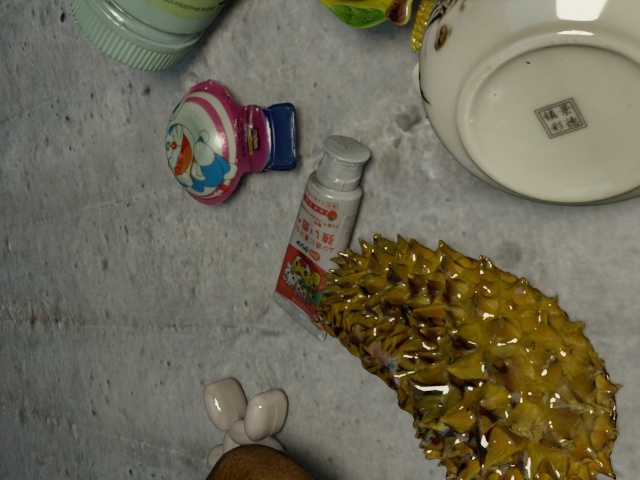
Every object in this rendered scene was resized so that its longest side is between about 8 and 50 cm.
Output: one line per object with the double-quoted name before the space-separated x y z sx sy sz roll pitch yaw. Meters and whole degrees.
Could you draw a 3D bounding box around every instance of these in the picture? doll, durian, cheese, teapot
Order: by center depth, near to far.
"teapot" 0.191 -0.124 0.469 0.300 0.165 0.208 -19 115 28
"durian" 0.112 0.105 0.618 0.341 0.112 0.191 46 129 31
"cheese" -0.117 -0.118 0.835 0.244 0.062 0.155 4 99 44
"doll" -0.100 0.262 0.898 0.161 0.059 0.159 -1 96 44

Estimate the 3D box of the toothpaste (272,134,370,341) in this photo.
"toothpaste" 0.000 0.000 0.756 0.089 0.057 0.234 38 131 30

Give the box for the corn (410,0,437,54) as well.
"corn" 0.135 -0.231 0.557 0.072 0.072 0.203 47 128 28

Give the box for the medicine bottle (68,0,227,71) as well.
"medicine bottle" -0.139 -0.340 0.743 0.318 0.158 0.158 -39 71 43

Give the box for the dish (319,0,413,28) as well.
"dish" 0.054 -0.275 0.621 0.149 0.080 0.207 -30 76 40

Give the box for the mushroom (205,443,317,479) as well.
"mushroom" -0.025 0.358 0.749 0.278 0.163 0.297 -17 107 43
